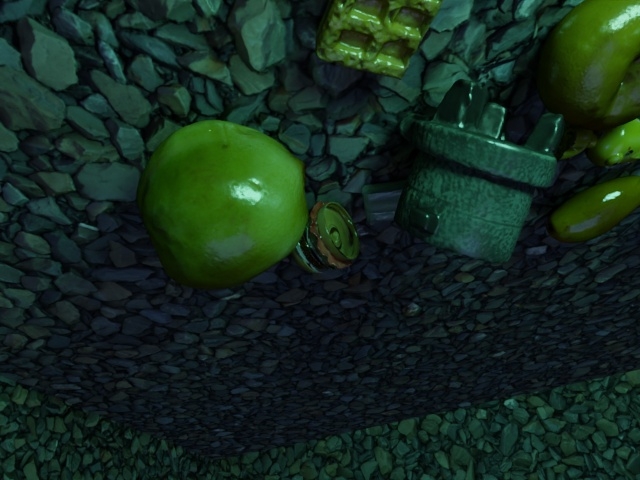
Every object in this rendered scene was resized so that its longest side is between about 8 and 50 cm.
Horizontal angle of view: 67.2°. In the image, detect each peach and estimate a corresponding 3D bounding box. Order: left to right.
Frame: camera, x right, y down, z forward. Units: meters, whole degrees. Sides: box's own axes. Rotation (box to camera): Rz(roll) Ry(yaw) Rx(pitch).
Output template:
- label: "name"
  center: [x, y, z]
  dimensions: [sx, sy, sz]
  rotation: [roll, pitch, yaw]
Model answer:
- label: "peach"
  center: [-0.183, -0.055, 0.922]
  dimensions: [0.315, 0.282, 0.314]
  rotation: [-7, 138, -15]
- label: "peach"
  center: [0.501, -0.309, 0.827]
  dimensions: [0.250, 0.153, 0.251]
  rotation: [-9, 142, -7]

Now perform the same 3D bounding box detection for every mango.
- label: "mango"
  center: [0.693, -0.077, 1.205]
  dimensions: [0.253, 0.113, 0.138]
  rotation: [-32, 134, 17]

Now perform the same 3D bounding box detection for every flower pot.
- label: "flower pot"
  center: [0.273, -0.136, 0.910]
  dimensions: [0.298, 0.299, 0.283]
  rotation: [11, 108, -24]

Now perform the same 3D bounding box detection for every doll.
- label: "doll"
  center: [0.581, -0.212, 0.987]
  dimensions: [0.220, 0.136, 0.143]
  rotation: [0, 152, -6]

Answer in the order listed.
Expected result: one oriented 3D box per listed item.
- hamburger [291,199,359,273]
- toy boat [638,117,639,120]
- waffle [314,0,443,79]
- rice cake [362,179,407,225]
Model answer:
- label: "hamburger"
  center: [-0.002, -0.002, 1.127]
  dimensions: [0.136, 0.176, 0.175]
  rotation: [-22, 142, 27]
- label: "toy boat"
  center: [0.708, -0.287, 0.969]
  dimensions: [0.102, 0.088, 0.215]
  rotation: [-43, 142, -11]
- label: "waffle"
  center: [0.105, -0.385, 0.726]
  dimensions: [0.167, 0.057, 0.274]
  rotation: [7, 140, -19]
- label: "rice cake"
  center: [0.217, -0.099, 1.136]
  dimensions: [0.236, 0.043, 0.127]
  rotation: [-10, 142, 1]
